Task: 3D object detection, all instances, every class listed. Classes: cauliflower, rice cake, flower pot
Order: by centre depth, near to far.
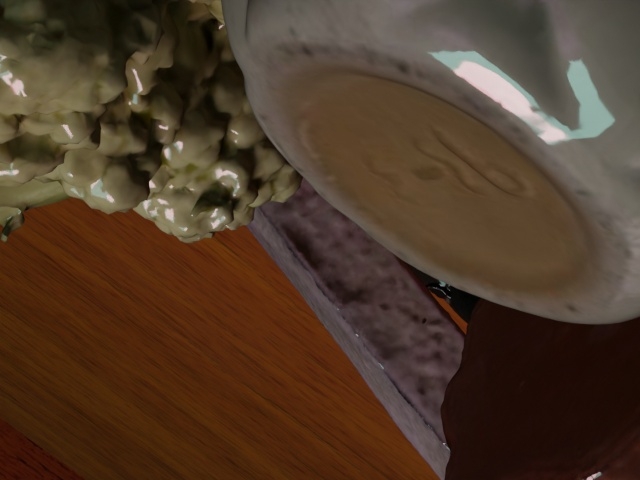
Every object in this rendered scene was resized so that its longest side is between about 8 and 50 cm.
[{"bbox_3d":[0.086,-0.092,0.591,0.246,0.195,0.246,29,160,11],"label":"flower pot"},{"bbox_3d":[-0.139,-0.092,0.782,0.327,0.281,0.260,32,175,-27],"label":"cauliflower"},{"bbox_3d":[0.000,0.000,0.972,0.365,0.056,0.073,51,165,11],"label":"rice cake"}]

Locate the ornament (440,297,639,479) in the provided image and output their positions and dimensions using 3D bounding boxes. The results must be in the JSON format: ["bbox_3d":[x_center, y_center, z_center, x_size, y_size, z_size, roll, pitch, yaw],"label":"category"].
[{"bbox_3d":[0.200,0.090,0.852,0.217,0.235,0.221,38,-176,-23],"label":"ornament"}]

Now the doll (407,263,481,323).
[{"bbox_3d":[0.064,0.004,1.042,0.139,0.057,0.165,34,161,-6],"label":"doll"}]
